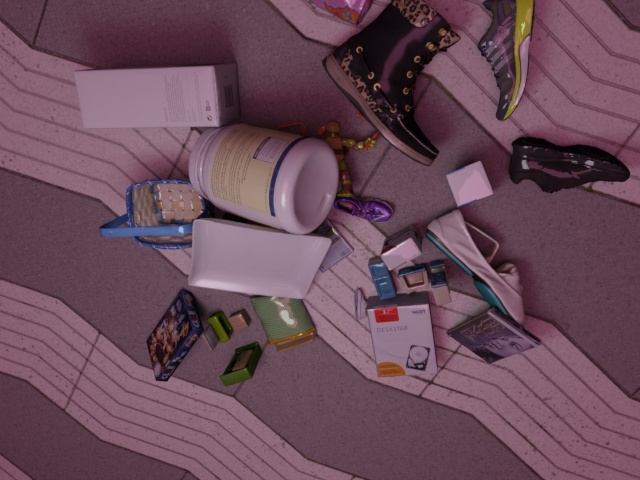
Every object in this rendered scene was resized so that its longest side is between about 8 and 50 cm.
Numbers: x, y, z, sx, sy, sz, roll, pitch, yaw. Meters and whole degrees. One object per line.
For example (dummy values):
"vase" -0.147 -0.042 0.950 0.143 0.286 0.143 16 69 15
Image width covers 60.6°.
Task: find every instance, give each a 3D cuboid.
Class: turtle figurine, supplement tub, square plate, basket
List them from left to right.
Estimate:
"basket" -0.416 -0.068 1.490 0.255 0.289 0.200 1 106 13
"square plate" -0.175 0.049 1.483 0.345 0.049 0.347 9 146 -11
"supplement tub" -0.143 -0.163 1.372 0.325 0.235 0.235 18 115 29
"turtle figurine" 0.022 -0.226 1.463 0.270 0.087 0.217 1 93 3

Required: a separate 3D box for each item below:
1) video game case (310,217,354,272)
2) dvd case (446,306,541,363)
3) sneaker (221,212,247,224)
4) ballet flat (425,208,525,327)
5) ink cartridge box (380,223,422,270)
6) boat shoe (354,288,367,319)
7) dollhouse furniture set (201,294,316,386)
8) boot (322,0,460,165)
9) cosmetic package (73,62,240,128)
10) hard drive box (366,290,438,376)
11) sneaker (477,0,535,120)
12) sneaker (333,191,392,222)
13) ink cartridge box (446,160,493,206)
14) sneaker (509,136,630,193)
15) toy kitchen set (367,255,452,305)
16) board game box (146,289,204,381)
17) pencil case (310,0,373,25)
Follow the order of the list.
"video game case" 0.000 0.000 1.594 0.119 0.015 0.166 -36 101 21
"dvd case" 0.484 0.274 1.549 0.165 0.018 0.221 35 146 -4
"sneaker" -0.267 -0.020 1.587 0.106 0.101 0.267 6 111 10
"ballet flat" 0.457 0.075 1.493 0.139 0.139 0.400 -40 99 21
"ink cartridge box" 0.223 0.017 1.497 0.099 0.135 0.056 -31 100 18
"boat shoe" 0.123 0.190 1.638 0.035 0.035 0.100 -9 107 -16
"dollhouse furniture set" -0.185 0.282 1.659 0.302 0.151 0.197 -21 106 16
"boot" 0.221 -0.397 1.331 0.284 0.138 0.377 -43 84 20
"cosmetic package" -0.414 -0.376 1.426 0.366 0.197 0.155 1 110 8
"hard drive box" 0.243 0.278 1.618 0.181 0.089 0.231 -8 109 12
"sneaker" 0.438 -0.440 1.314 0.122 0.111 0.299 6 106 18
"sneaker" 0.114 -0.082 1.513 0.170 0.071 0.068 12 112 4
"ink cartridge box" 0.386 -0.144 1.412 0.092 0.143 0.089 -21 88 17
"sneaker" 0.619 -0.178 1.383 0.287 0.109 0.130 14 119 14
"toy kitchen set" 0.242 0.109 1.511 0.207 0.166 0.122 -16 107 15
"board game box" -0.459 0.299 1.713 0.042 0.165 0.243 17 119 -40
"pencil case" -0.004 -0.627 1.303 0.284 0.124 0.124 28 113 -1
